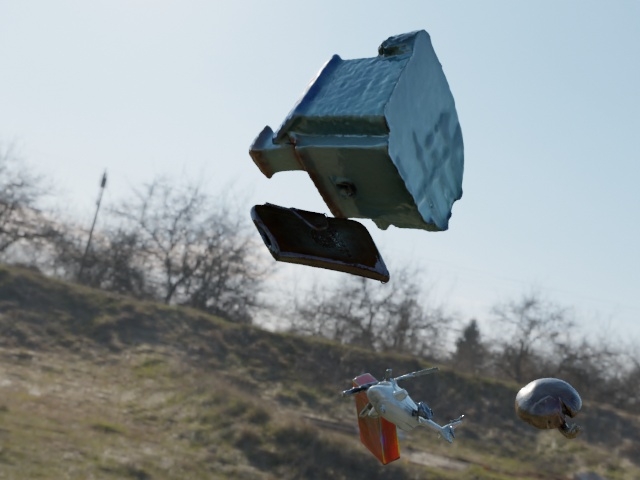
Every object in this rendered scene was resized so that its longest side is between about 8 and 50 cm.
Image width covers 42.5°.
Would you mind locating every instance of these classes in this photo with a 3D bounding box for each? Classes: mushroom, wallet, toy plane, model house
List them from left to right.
[{"bbox_3d":[0.000,0.000,1.337,0.255,0.137,0.031,12,-50,-43],"label":"wallet"},{"bbox_3d":[0.052,-0.169,1.452,0.330,0.251,0.295,-3,-41,31],"label":"model house"},{"bbox_3d":[0.169,0.335,1.554,0.182,0.107,0.273,-25,-50,7],"label":"toy plane"},{"bbox_3d":[0.491,0.354,1.746,0.170,0.135,0.080,46,-19,51],"label":"mushroom"}]

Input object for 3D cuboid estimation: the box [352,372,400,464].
[{"bbox_3d":[0.127,0.402,1.858,0.048,0.175,0.112,-17,25,-21],"label":"box"}]
